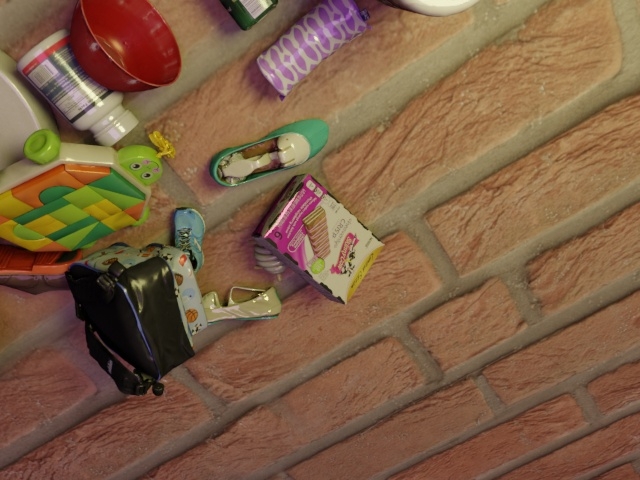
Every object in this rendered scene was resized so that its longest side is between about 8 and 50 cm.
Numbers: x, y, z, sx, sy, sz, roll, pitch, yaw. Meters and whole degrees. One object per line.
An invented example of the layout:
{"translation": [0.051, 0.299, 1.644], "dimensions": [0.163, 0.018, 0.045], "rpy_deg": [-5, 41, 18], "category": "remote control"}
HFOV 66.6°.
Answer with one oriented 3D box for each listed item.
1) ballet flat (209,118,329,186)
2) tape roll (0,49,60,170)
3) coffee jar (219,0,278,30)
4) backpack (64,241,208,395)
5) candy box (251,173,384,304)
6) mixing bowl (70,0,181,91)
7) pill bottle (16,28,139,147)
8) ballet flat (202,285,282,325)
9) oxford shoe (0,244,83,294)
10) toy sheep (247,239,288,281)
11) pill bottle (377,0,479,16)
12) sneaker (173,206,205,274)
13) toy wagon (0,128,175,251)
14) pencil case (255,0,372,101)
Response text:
{"translation": [-0.095, -0.157, 0.924], "dimensions": [0.247, 0.087, 0.083], "rpy_deg": [-19, 119, 4], "category": "ballet flat"}
{"translation": [-0.671, -0.185, 0.860], "dimensions": [0.391, 0.072, 0.393], "rpy_deg": [-2, 119, -4], "category": "tape roll"}
{"translation": [-0.150, -0.429, 0.764], "dimensions": [0.079, 0.096, 0.184], "rpy_deg": [-36, 116, 10], "category": "coffee jar"}
{"translation": [-0.370, 0.119, 0.964], "dimensions": [0.263, 0.213, 0.277], "rpy_deg": [10, 117, 33], "category": "backpack"}
{"translation": [0.000, 0.000, 0.990], "dimensions": [0.233, 0.071, 0.159], "rpy_deg": [41, 75, -25], "category": "candy box"}
{"translation": [-0.327, -0.311, 0.783], "dimensions": [0.098, 0.182, 0.181], "rpy_deg": [-21, 121, 29], "category": "mixing bowl"}
{"translation": [-0.403, -0.251, 0.829], "dimensions": [0.107, 0.108, 0.180], "rpy_deg": [-32, 118, 11], "category": "pill bottle"}
{"translation": [-0.212, 0.145, 1.093], "dimensions": [0.248, 0.086, 0.086], "rpy_deg": [-7, 119, -4], "category": "ballet flat"}
{"translation": [-0.626, 0.072, 0.994], "dimensions": [0.271, 0.097, 0.099], "rpy_deg": [1, 125, -7], "category": "oxford shoe"}
{"translation": [-0.101, 0.026, 1.027], "dimensions": [0.091, 0.091, 0.132], "rpy_deg": [-13, 114, 1], "category": "toy sheep"}
{"translation": [0.132, -0.414, 0.683], "dimensions": [0.169, 0.302, 0.170], "rpy_deg": [-2, 118, -5], "category": "pill bottle"}
{"translation": [-0.270, 0.008, 1.004], "dimensions": [0.063, 0.073, 0.162], "rpy_deg": [-4, 119, -4], "category": "sneaker"}
{"translation": [-0.416, -0.088, 0.862], "dimensions": [0.344, 0.068, 0.267], "rpy_deg": [-22, 154, 6], "category": "toy wagon"}
{"translation": [-0.014, -0.338, 0.839], "dimensions": [0.206, 0.086, 0.088], "rpy_deg": [-33, 140, 14], "category": "pencil case"}
